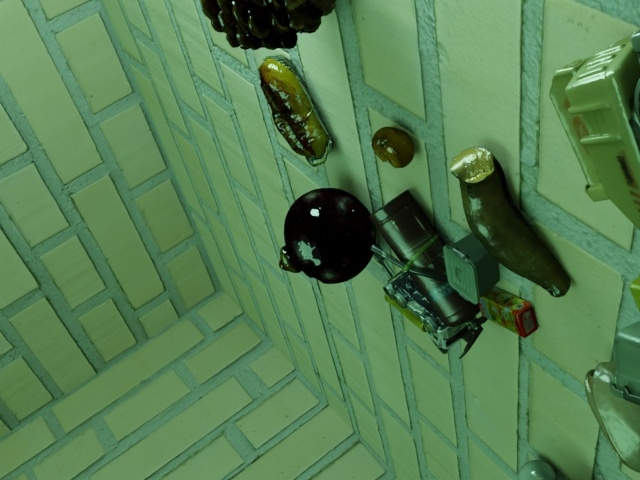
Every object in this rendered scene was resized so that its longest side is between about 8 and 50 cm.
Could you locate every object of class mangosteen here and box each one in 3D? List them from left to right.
[{"bbox_3d":[0.000,0.000,1.791,0.265,0.228,0.228,-29,96,33],"label":"mangosteen"}]

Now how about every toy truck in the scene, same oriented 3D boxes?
[{"bbox_3d":[0.231,0.144,1.700,0.227,0.098,0.114,40,160,46],"label":"toy truck"},{"bbox_3d":[0.400,-0.041,0.807,0.405,0.181,0.254,61,159,-15],"label":"toy truck"}]

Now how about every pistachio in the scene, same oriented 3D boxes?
[{"bbox_3d":[0.489,0.276,1.220,0.185,0.124,0.124,52,162,21],"label":"pistachio"}]

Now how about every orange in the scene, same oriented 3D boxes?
[{"bbox_3d":[0.136,-0.178,1.437,0.086,0.062,0.086,39,169,9],"label":"orange"}]

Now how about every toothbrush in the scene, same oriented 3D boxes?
[{"bbox_3d":[0.210,0.139,1.861,0.321,0.023,0.031,56,165,1],"label":"toothbrush"}]

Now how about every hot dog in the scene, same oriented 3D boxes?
[{"bbox_3d":[-0.062,-0.287,1.726,0.270,0.082,0.163,60,163,-17],"label":"hot dog"}]

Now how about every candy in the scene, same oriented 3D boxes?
[{"bbox_3d":[0.351,0.132,1.462,0.122,0.038,0.062,28,147,55],"label":"candy"}]

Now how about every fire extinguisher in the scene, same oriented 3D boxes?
[{"bbox_3d":[0.221,0.071,1.550,0.341,0.141,0.105,56,-171,1],"label":"fire extinguisher"}]

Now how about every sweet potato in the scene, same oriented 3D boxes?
[{"bbox_3d":[0.300,-0.021,1.251,0.285,0.085,0.112,57,158,-5],"label":"sweet potato"}]

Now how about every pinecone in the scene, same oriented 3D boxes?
[{"bbox_3d":[-0.091,-0.433,1.315,0.257,0.243,0.243,40,157,27],"label":"pinecone"}]

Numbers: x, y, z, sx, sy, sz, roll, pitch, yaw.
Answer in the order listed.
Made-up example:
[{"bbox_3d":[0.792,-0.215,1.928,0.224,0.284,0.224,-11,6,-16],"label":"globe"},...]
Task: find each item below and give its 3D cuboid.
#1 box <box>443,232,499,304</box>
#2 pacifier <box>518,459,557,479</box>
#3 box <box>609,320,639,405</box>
[{"bbox_3d":[0.284,0.049,1.440,0.084,0.069,0.122,41,157,42],"label":"box"},{"bbox_3d":[0.499,0.575,1.674,0.233,0.244,0.299,-96,-18,-54],"label":"pacifier"},{"bbox_3d":[0.466,0.144,0.998,0.124,0.172,0.092,13,119,62],"label":"box"}]
